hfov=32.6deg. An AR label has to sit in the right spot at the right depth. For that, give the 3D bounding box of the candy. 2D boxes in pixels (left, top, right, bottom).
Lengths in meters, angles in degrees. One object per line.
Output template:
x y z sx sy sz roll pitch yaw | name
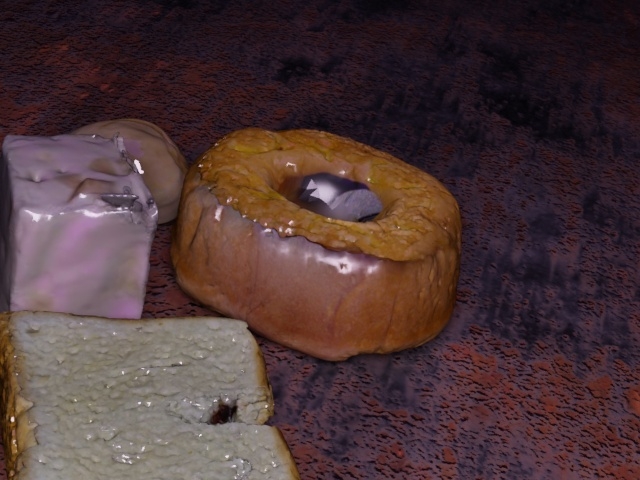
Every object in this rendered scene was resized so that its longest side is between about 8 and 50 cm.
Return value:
-0.242 0.005 1.054 0.137 0.195 0.185 -1 31 -24 | candy

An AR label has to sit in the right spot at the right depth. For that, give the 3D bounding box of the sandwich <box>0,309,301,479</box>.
-0.147 0.173 0.915 0.249 0.095 0.273 3 34 -19 | sandwich

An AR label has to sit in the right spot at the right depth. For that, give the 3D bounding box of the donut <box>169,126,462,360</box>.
0.000 0.000 1.182 0.317 0.150 0.299 0 38 -18 | donut

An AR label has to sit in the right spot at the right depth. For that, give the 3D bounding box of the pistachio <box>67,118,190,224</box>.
-0.233 -0.079 1.264 0.185 0.124 0.124 1 31 12 | pistachio
